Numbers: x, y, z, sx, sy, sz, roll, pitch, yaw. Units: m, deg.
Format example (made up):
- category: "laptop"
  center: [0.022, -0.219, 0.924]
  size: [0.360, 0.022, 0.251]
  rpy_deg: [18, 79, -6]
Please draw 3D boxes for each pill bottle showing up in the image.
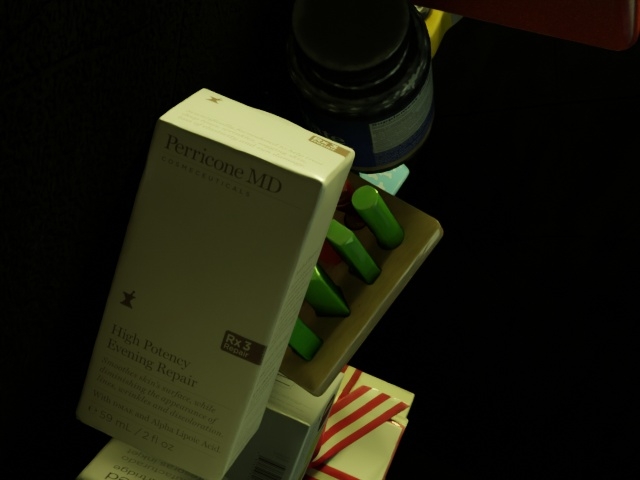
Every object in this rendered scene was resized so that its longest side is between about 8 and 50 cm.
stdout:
- category: "pill bottle"
  center: [0.035, -0.146, 1.078]
  size: [0.219, 0.123, 0.123]
  rpy_deg: [67, 45, -73]

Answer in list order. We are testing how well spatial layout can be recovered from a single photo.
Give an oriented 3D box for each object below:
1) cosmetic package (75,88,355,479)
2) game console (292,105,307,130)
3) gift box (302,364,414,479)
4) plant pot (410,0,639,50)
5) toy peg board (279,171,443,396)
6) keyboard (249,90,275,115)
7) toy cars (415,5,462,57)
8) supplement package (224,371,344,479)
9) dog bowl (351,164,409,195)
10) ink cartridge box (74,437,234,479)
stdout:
- category: "cosmetic package"
  center: [-0.072, 0.031, 0.835]
  size: [0.085, 0.117, 0.231]
  rpy_deg: [-51, 161, -64]
- category: "game console"
  center: [0.041, -0.199, 1.370]
  size: [0.361, 0.044, 0.213]
  rpy_deg: [-55, 168, -62]
- category: "gift box"
  center: [0.005, 0.290, 1.733]
  size: [0.258, 0.276, 0.255]
  rpy_deg: [-26, 133, -79]
- category: "plant pot"
  center: [0.171, -0.355, 1.034]
  size: [0.236, 0.267, 0.267]
  rpy_deg: [81, 30, -56]
- category: "toy peg board"
  center: [-0.023, 0.003, 0.953]
  size: [0.161, 0.160, 0.079]
  rpy_deg: [-52, 147, -10]
- category: "keyboard"
  center: [-0.061, -0.060, 0.985]
  size: [0.192, 0.038, 0.100]
  rpy_deg: [-51, 161, -73]
- category: "toy cars"
  center: [0.158, -0.344, 1.406]
  size: [0.394, 0.087, 0.176]
  rpy_deg: [-72, 169, -46]
- category: "supplement package"
  center: [-0.073, 0.198, 1.329]
  size: [0.244, 0.134, 0.139]
  rpy_deg: [-36, 148, -79]
- category: "dog bowl"
  center: [0.000, 0.000, 1.312]
  size: [0.297, 0.074, 0.166]
  rpy_deg: [-53, 179, -43]
- category: "ink cartridge box"
  center: [-0.098, 0.320, 0.828]
  size: [0.395, 0.285, 0.166]
  rpy_deg: [-52, 161, -71]
